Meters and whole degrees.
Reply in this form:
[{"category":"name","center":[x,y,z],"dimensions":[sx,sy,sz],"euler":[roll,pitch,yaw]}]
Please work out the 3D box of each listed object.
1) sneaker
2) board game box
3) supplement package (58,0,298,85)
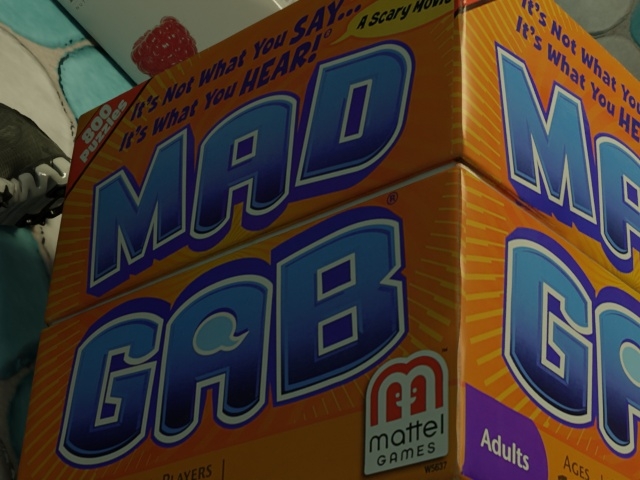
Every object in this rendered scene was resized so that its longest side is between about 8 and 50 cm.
[{"category":"sneaker","center":[-0.264,-0.055,1.024],"dimensions":[0.106,0.078,0.234],"euler":[51,19,6]},{"category":"board game box","center":[0.057,0.079,0.944],"dimensions":[0.356,0.356,0.356],"euler":[31,50,-40]},{"category":"supplement package","center":[-0.099,-0.226,1.435],"dimensions":[0.293,0.177,0.175],"euler":[46,24,-11]}]
